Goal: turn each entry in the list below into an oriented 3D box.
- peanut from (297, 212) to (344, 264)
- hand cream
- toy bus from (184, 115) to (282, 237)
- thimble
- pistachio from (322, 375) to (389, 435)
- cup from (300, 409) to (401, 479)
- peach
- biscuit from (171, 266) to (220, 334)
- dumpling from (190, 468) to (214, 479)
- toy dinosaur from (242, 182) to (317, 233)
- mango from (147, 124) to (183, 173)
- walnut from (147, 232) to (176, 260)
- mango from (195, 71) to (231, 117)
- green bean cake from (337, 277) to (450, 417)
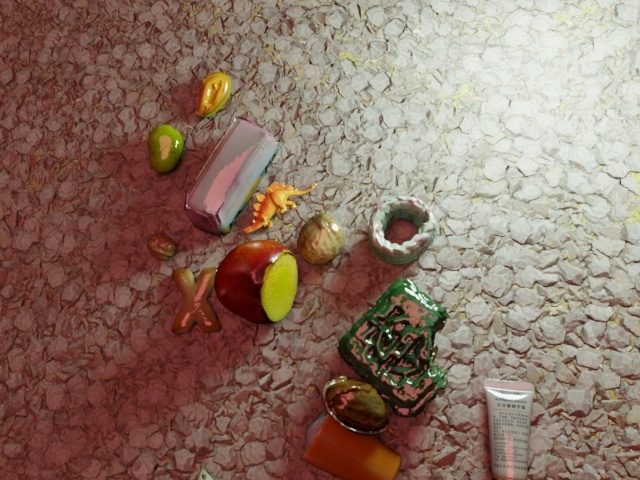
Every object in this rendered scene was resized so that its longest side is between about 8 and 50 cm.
[{"bbox_3d":[0.000,0.000,1.718,0.140,0.109,0.159,40,97,26],"label":"peanut"},{"bbox_3d":[0.510,0.541,1.522,0.140,0.089,0.314,7,73,8],"label":"hand cream"},{"bbox_3d":[-0.297,-0.207,1.782,0.171,0.162,0.386,28,82,12],"label":"toy bus"},{"bbox_3d":[0.248,-0.030,1.669,0.211,0.149,0.185,-5,73,6],"label":"thimble"},{"bbox_3d":[0.099,0.434,1.469,0.210,0.165,0.130,34,127,-15],"label":"pistachio"},{"bbox_3d":[0.093,0.563,1.544,0.264,0.182,0.226,32,62,7],"label":"cup"},{"bbox_3d":[-0.191,0.119,1.629,0.245,0.274,0.248,-9,69,2],"label":"peach"},{"bbox_3d":[-0.393,0.188,1.756,0.164,0.047,0.207,-4,75,6],"label":"biscuit"},{"bbox_3d":[-0.334,0.757,1.582,0.169,0.100,0.134,42,99,17],"label":"dumpling"},{"bbox_3d":[-0.146,-0.127,1.792,0.288,0.070,0.117,-41,74,-8],"label":"toy dinosaur"},{"bbox_3d":[-0.521,-0.310,1.883,0.117,0.089,0.163,-8,87,-2],"label":"mango"},{"bbox_3d":[-0.515,0.020,1.801,0.096,0.082,0.079,40,112,14],"label":"walnut"},{"bbox_3d":[-0.369,-0.501,1.917,0.101,0.066,0.187,26,86,5],"label":"mango"},{"bbox_3d":[0.242,0.303,1.577,0.300,0.169,0.308,43,84,15],"label":"green bean cake"}]
